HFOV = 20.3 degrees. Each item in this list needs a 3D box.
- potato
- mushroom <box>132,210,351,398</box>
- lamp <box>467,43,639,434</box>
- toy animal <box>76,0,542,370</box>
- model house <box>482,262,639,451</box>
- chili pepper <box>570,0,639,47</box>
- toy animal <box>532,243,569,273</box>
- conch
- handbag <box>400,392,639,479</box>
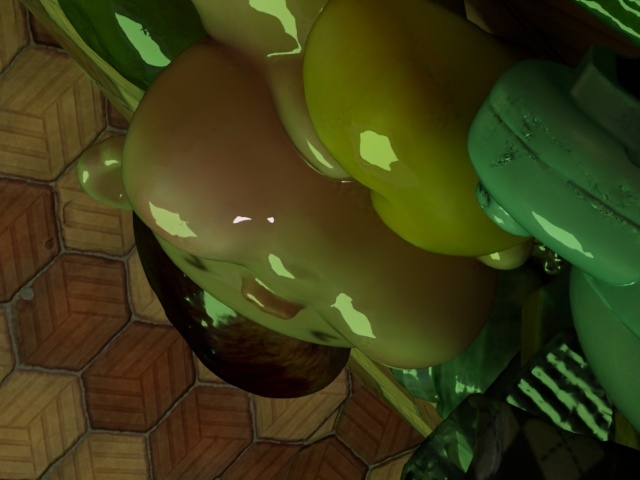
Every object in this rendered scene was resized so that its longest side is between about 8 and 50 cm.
[{"bbox_3d":[-0.125,-0.207,1.365,0.253,0.148,0.186,50,162,32],"label":"potato"},{"bbox_3d":[-0.016,-0.007,1.748,0.331,0.356,0.334,36,-136,-45],"label":"mushroom"},{"bbox_3d":[0.187,0.023,0.792,0.284,0.147,0.209,51,-165,-7],"label":"lamp"},{"bbox_3d":[-0.017,-0.062,0.961,0.345,0.247,0.277,46,-165,-16],"label":"toy animal"},{"bbox_3d":[0.207,0.154,1.118,0.280,0.249,0.230,44,173,4],"label":"model house"},{"bbox_3d":[0.123,-0.114,0.698,0.257,0.074,0.100,46,-141,12],"label":"chili pepper"},{"bbox_3d":[0.108,-0.050,1.273,0.219,0.069,0.086,37,153,22],"label":"toy animal"},{"bbox_3d":[0.160,0.105,1.540,0.277,0.195,0.220,19,-159,5],"label":"conch"},{"bbox_3d":[0.197,0.286,0.797,0.416,0.317,0.180,22,148,0],"label":"handbag"}]
